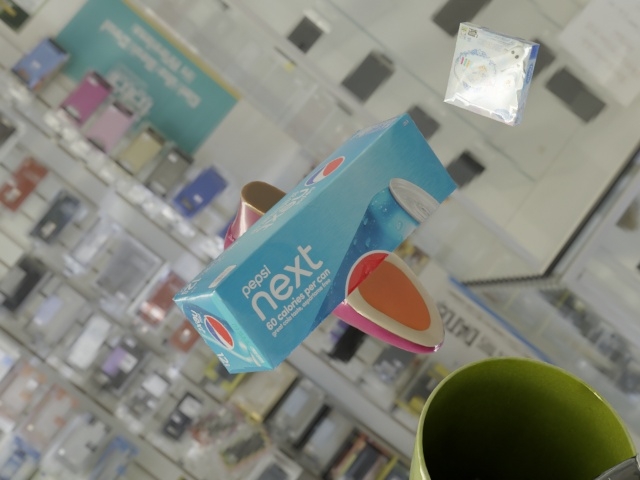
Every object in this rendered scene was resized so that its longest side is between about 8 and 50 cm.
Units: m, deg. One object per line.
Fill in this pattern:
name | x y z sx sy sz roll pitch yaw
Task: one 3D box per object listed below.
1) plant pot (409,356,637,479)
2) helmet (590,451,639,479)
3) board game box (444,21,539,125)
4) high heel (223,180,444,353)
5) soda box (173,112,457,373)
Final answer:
plant pot | 0.221 0.341 1.579 0.275 0.275 0.293 35 143 14
helmet | 0.274 0.281 1.083 0.169 0.161 0.169 35 -165 -10
board game box | 0.183 -0.179 1.339 0.090 0.090 0.020 25 -154 31
high heel | 0.016 0.074 1.817 0.377 0.127 0.181 40 142 22
soda box | 0.000 0.000 0.885 0.071 0.210 0.067 54 151 -14
